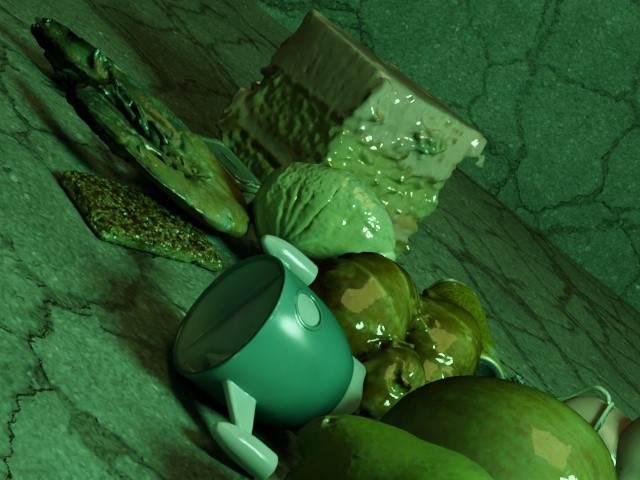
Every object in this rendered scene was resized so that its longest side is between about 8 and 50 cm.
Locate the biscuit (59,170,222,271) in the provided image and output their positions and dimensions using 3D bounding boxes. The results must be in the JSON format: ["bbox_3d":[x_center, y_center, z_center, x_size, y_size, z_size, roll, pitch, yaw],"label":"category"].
[{"bbox_3d":[-0.223,-0.026,1.649,0.131,0.025,0.231,49,17,31],"label":"biscuit"}]

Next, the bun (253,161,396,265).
[{"bbox_3d":[0.000,0.000,1.807,0.220,0.220,0.134,38,57,-8],"label":"bun"}]

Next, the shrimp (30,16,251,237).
[{"bbox_3d":[-0.268,-0.160,1.791,0.445,0.085,0.272,45,10,14],"label":"shrimp"}]

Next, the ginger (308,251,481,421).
[{"bbox_3d":[0.081,0.149,1.672,0.357,0.152,0.274,30,38,-32],"label":"ginger"}]

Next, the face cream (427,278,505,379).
[{"bbox_3d":[0.216,0.149,2.048,0.105,0.105,0.349,36,16,-14],"label":"face cream"}]

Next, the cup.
[{"bbox_3d":[-0.045,0.128,1.404,0.173,0.167,0.300,43,39,-28],"label":"cup"}]

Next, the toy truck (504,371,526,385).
[{"bbox_3d":[0.314,0.250,2.128,0.044,0.039,0.083,16,22,-20],"label":"toy truck"}]

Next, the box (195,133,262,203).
[{"bbox_3d":[-0.153,-0.097,1.944,0.122,0.062,0.089,48,17,22],"label":"box"}]

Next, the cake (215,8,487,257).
[{"bbox_3d":[0.031,-0.157,2.091,0.314,0.307,0.293,23,21,-49],"label":"cake"}]

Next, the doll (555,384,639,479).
[{"bbox_3d":[0.418,0.295,1.918,0.284,0.216,0.268,16,22,-51],"label":"doll"}]

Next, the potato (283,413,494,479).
[{"bbox_3d":[0.092,0.300,1.140,0.351,0.218,0.202,47,-10,20],"label":"potato"}]

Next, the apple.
[{"bbox_3d":[0.170,0.256,1.356,0.234,0.257,0.257,45,16,28],"label":"apple"}]
